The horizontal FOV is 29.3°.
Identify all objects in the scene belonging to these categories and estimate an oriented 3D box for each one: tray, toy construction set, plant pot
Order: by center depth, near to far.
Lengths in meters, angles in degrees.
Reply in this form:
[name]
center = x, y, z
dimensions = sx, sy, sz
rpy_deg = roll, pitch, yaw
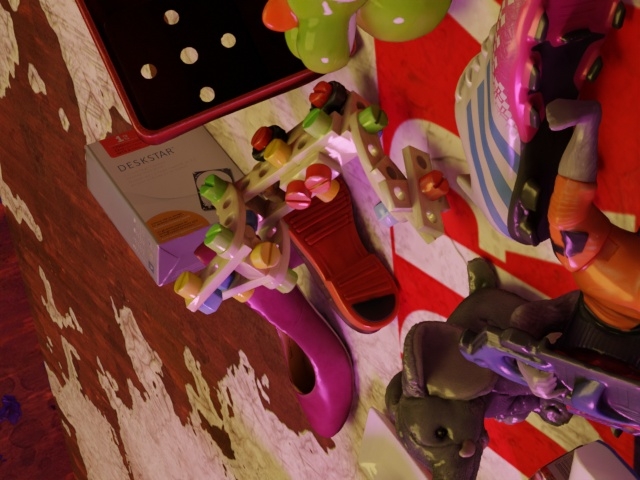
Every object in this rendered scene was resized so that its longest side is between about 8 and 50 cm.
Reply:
[toy construction set]
center = -0.013, -0.049, 1.367
dimensions = 0.327, 0.215, 0.151
rpy_deg = -19, 132, 27
[plant pot]
center = -0.150, -0.256, 1.459
dimensions = 0.267, 0.267, 0.236
rpy_deg = 65, 166, 6
[tray]
center = 0.142, 0.351, 1.620
dimensions = 0.270, 0.030, 0.145
rpy_deg = 51, 149, 31

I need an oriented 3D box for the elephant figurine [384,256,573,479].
[elephant figurine]
center = 0.135, 0.153, 1.228
dimensions = 0.186, 0.239, 0.169
rpy_deg = 24, 131, 56

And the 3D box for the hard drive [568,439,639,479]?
[hard drive]
center = 0.291, 0.366, 1.146
dimensions = 0.210, 0.040, 0.319
rpy_deg = 50, 150, 42

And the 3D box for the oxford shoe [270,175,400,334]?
[oxford shoe]
center = 0.000, 0.000, 1.543
dimensions = 0.271, 0.096, 0.098
rpy_deg = 64, 161, 9

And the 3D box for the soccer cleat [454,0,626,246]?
[soccer cleat]
center = 0.169, -0.144, 1.067
dimensions = 0.143, 0.116, 0.331
rpy_deg = 44, 146, 40

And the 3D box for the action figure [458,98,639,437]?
[action figure]
center = 0.300, 0.062, 1.001
dimensions = 0.341, 0.178, 0.330
rpy_deg = 24, 144, 19

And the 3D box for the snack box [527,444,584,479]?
[snack box]
center = 0.282, 0.346, 1.297
dimensions = 0.207, 0.070, 0.174
rpy_deg = 55, 152, 21

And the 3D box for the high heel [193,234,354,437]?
[high heel]
center = -0.067, 0.132, 1.671
dimensions = 0.127, 0.181, 0.377
rpy_deg = 25, 132, 55

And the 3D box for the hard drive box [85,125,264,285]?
[hard drive box]
center = -0.214, -0.066, 1.801
dimensions = 0.232, 0.181, 0.089
rpy_deg = 49, 148, 33

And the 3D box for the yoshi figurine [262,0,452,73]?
[yoshi figurine]
center = 0.062, -0.330, 1.126
dimensions = 0.203, 0.203, 0.362
rpy_deg = 16, 119, 9
